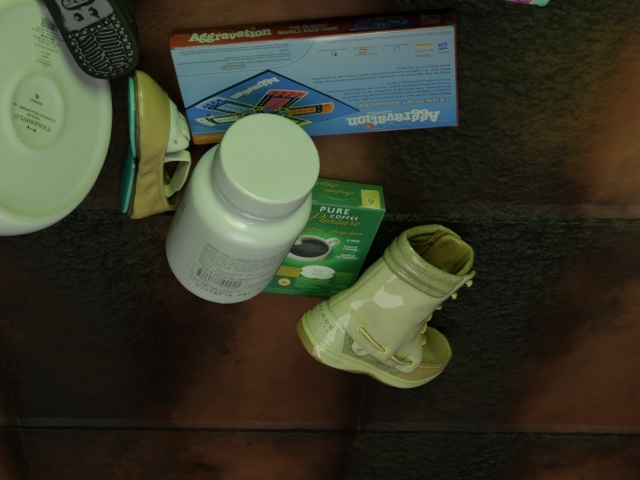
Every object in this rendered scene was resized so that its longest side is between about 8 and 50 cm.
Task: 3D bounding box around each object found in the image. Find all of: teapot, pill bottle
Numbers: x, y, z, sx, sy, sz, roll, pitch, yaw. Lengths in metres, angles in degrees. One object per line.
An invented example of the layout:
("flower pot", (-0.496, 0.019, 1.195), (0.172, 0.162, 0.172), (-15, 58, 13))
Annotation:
("teapot", (-0.338, -0.124, 1.221), (0.187, 0.252, 0.256), (5, 129, 31))
("pill bottle", (-0.080, -0.034, 1.367), (0.131, 0.131, 0.229), (10, 152, -13))

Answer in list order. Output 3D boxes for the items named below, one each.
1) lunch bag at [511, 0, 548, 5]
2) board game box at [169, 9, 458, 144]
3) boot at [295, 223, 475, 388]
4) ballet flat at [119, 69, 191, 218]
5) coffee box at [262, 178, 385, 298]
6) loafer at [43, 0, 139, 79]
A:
("lunch bag", (0.110, -0.337, 0.999), (0.224, 0.160, 0.262), (12, 129, -10))
("board game box", (-0.002, -0.163, 1.318), (0.281, 0.027, 0.145), (-4, 141, 4))
("boot", (0.121, 0.079, 1.571), (0.262, 0.095, 0.203), (18, 126, -45))
("ballet flat", (-0.172, -0.102, 1.365), (0.073, 0.080, 0.232), (-2, 152, -12))
("coffee box", (0.000, 0.000, 1.514), (0.113, 0.040, 0.184), (6, 142, -10))
("loafer", (-0.225, -0.253, 1.166), (0.080, 0.078, 0.220), (-12, 123, 7))
